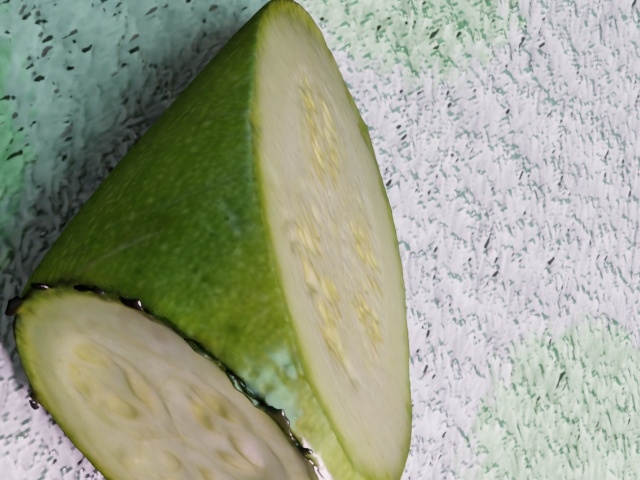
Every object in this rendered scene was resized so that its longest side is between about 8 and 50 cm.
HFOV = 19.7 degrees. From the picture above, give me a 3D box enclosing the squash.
[{"bbox_3d":[0.000,0.000,0.826,0.260,0.189,0.189,-49,123,-33],"label":"squash"}]
